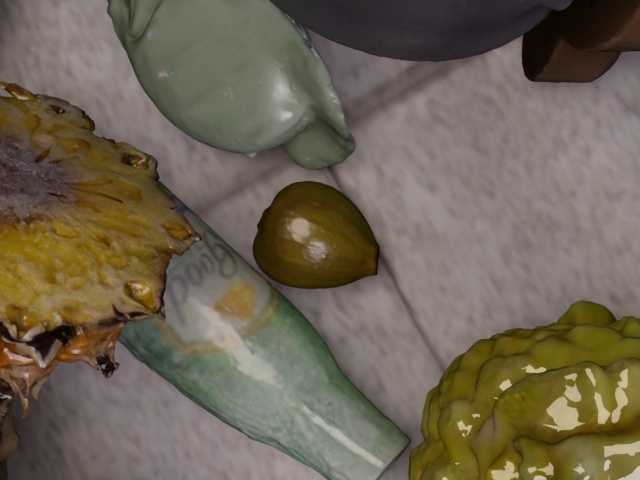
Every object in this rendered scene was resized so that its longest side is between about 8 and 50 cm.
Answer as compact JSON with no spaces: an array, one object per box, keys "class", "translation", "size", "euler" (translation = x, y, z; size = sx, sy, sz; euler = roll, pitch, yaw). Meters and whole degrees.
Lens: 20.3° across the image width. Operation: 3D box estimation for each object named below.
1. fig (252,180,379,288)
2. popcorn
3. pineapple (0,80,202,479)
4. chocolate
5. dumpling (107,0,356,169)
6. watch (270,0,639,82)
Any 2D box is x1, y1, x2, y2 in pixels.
[{"class":"fig","translation":[0.000,0.000,1.208],"size":[0.088,0.074,0.074],"euler":[19,89,-2]},{"class":"popcorn","translation":[0.171,0.161,1.094],"size":[0.259,0.212,0.259],"euler":[-3,79,16]},{"class":"pineapple","translation":[-0.241,0.071,1.116],"size":[0.262,0.262,0.271],"euler":[36,124,12]},{"class":"chocolate","translation":[-0.066,0.061,1.203],"size":[0.291,0.110,0.110],"euler":[40,93,10]},{"class":"dumpling","translation":[-0.055,-0.139,1.203],"size":[0.219,0.108,0.152],"euler":[37,130,0]},{"class":"watch","translation":[0.092,-0.282,1.079],"size":[0.327,0.314,0.335],"euler":[13,73,-10]}]
